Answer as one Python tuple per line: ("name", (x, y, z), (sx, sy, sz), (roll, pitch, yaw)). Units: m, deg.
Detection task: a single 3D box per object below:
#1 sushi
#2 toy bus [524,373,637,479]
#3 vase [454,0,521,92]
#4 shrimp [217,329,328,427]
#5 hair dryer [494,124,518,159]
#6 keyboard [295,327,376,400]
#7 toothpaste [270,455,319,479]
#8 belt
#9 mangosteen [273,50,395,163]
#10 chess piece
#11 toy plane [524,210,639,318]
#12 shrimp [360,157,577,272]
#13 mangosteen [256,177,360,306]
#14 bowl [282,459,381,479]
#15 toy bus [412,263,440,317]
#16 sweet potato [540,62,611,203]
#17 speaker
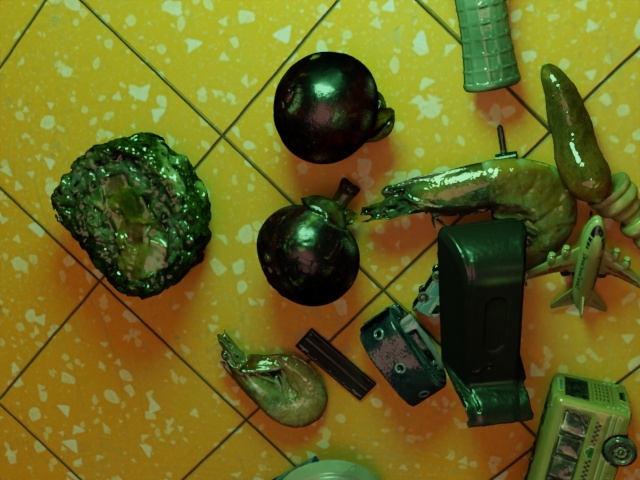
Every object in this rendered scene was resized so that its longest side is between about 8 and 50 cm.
("sushi", (-0.399, -0.065, 1.722), (0.294, 0.178, 0.352), (-35, 92, 18))
("toy bus", (0.547, 0.484, 1.663), (0.201, 0.177, 0.365), (13, 105, 13))
("vase", (0.308, -0.439, 1.466), (0.143, 0.143, 0.299), (-8, 107, 16))
("shrimp", (-0.115, 0.317, 1.829), (0.317, 0.077, 0.168), (44, 101, -7))
("hair dryer", (0.377, -0.197, 1.581), (0.047, 0.026, 0.083), (-10, 96, 14))
("keyboard", (0.036, 0.292, 1.811), (0.202, 0.011, 0.067), (40, 113, 0))
("toothpaste", (-0.113, 0.625, 1.917), (0.272, 0.066, 0.053), (-34, 96, 20))
("belt", (0.195, 0.251, 1.702), (0.128, 0.122, 0.218), (-34, 95, 18))
("mangosteen", (0.033, -0.260, 1.560), (0.265, 0.228, 0.228), (14, 115, -34))
("chess piece", (0.621, -0.045, 1.536), (0.094, 0.094, 0.170), (-40, 100, 21))
("toy plane", (0.540, 0.050, 1.561), (0.242, 0.104, 0.256), (4, 123, 11))
("shrimp", (0.306, -0.041, 1.609), (0.445, 0.085, 0.272), (-1, 116, 7))
("mangosteen", (0.000, 0.000, 1.647), (0.231, 0.231, 0.289), (42, 76, -1))
("bowl", (0.026, 0.671, 1.814), (0.287, 0.144, 0.287), (-1, 117, -1))
("toy bus", (0.258, 0.111, 1.679), (0.075, 0.060, 0.123), (31, 108, 0))
("sweet potato", (0.491, -0.205, 1.507), (0.097, 0.097, 0.292), (-20, 82, 18))
("speaker", (0.345, 0.165, 1.563), (0.180, 0.184, 0.388), (-8, 118, -2))
